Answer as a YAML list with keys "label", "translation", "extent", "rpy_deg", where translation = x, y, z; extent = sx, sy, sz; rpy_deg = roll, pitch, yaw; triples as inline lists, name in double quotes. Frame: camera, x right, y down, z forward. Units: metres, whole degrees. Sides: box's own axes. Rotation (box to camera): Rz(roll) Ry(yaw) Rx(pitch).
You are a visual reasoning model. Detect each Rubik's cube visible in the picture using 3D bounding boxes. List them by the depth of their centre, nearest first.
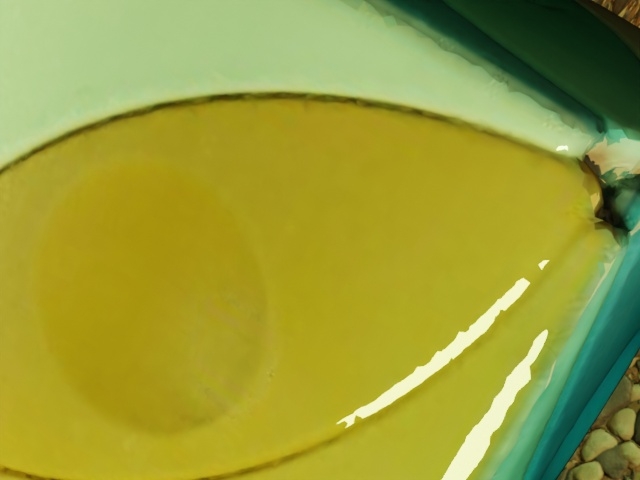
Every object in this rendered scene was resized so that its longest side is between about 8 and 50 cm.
- label: "Rubik's cube"
  translation: [0.000, 0.000, 0.721]
  extent: [0.351, 0.347, 0.352]
  rpy_deg: [-23, 142, -61]
